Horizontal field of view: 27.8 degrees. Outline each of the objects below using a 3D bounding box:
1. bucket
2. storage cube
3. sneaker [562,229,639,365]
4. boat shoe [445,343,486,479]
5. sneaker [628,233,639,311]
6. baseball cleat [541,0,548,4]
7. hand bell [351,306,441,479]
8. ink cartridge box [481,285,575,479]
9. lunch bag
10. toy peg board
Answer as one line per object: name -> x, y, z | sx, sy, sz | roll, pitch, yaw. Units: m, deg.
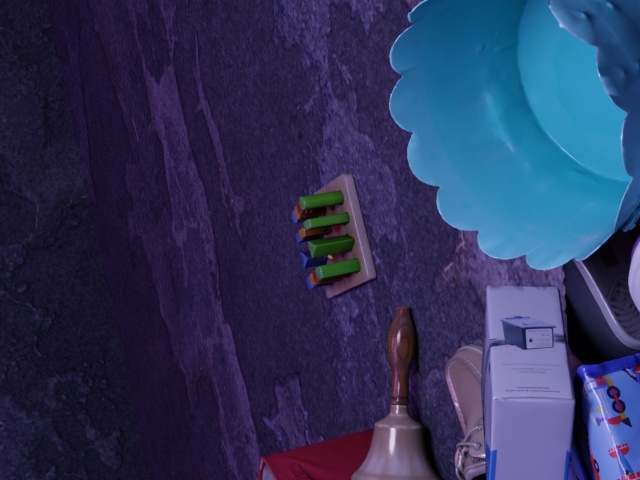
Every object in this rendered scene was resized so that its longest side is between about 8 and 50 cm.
bucket -> 0.222, -0.133, 1.200 | 0.281, 0.183, 0.281 | 29, 133, 36
storage cube -> 0.027, 0.422, 1.909 | 0.184, 0.193, 0.215 | 49, 142, 49
sneaker -> 0.274, 0.032, 1.352 | 0.118, 0.083, 0.222 | 115, 142, -59
boat shoe -> 0.213, 0.256, 1.549 | 0.302, 0.098, 0.109 | 65, 151, 31
sneaker -> 0.362, 0.001, 1.110 | 0.152, 0.114, 0.305 | 46, 148, 29
baseball cleat -> 0.236, -0.301, 1.321 | 0.206, 0.072, 0.109 | 49, 141, 48
hand bell -> 0.109, 0.213, 1.793 | 0.126, 0.126, 0.242 | 174, 98, -66
ink cartridge box -> 0.205, 0.153, 1.300 | 0.191, 0.082, 0.140 | -85, -6, -58
lunch bag -> 0.320, 0.252, 1.320 | 0.293, 0.138, 0.221 | 105, 150, -68
toy peg board -> 0.000, 0.000, 1.945 | 0.160, 0.079, 0.161 | -29, 72, 64
